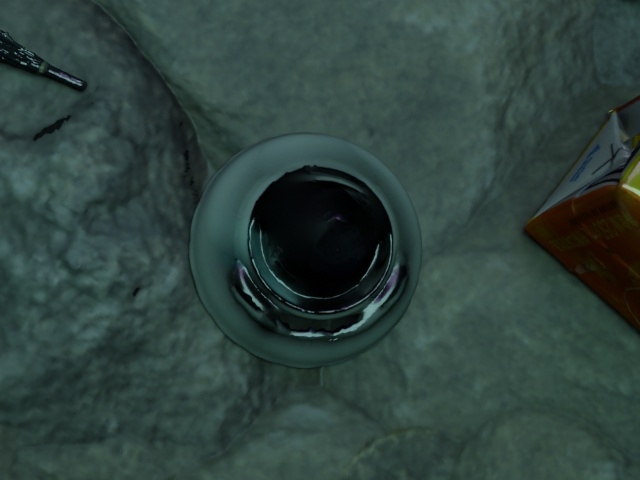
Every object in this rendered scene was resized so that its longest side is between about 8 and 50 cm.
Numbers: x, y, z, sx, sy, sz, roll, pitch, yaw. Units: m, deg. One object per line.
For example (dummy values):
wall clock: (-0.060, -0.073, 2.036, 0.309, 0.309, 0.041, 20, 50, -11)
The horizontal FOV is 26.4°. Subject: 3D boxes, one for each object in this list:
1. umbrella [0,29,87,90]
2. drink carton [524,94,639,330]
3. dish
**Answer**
umbrella: (-0.257, -0.141, 0.763, 0.269, 0.044, 0.044, 26, 51, -17)
drink carton: (0.300, 0.058, 0.791, 0.351, 0.154, 0.111, 40, 76, -4)
dish: (0.000, 0.000, 0.771, 0.141, 0.078, 0.141, 2, 82, -12)
